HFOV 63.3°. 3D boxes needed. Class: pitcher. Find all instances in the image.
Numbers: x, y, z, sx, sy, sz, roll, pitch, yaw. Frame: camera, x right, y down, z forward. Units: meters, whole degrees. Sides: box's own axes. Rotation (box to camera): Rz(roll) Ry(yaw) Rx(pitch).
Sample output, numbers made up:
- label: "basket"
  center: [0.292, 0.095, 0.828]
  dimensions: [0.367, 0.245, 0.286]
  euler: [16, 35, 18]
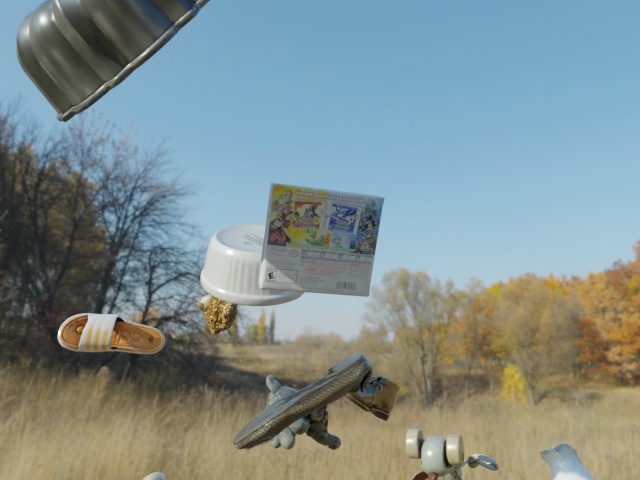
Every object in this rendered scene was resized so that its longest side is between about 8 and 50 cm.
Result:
- label: "pitcher"
  center: [0.668, 0.644, 1.334]
  dimensions: [0.178, 0.207, 0.125]
  euler: [25, -51, -38]

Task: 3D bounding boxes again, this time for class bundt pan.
- label: "bundt pan"
  center: [-0.297, -0.324, 0.739]
  dimensions: [0.331, 0.331, 0.124]
  euler: [-8, -44, 42]

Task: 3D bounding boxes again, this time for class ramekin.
- label: "ramekin"
  center: [-0.163, 0.051, 1.309]
  dimensions: [0.273, 0.127, 0.273]
  euler: [5, 20, -2]

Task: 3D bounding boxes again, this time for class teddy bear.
- label: "teddy bear"
  center: [-0.328, 0.147, 1.746]
  dimensions: [0.113, 0.338, 0.245]
  euler: [39, -38, -28]

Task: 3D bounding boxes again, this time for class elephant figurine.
- label: "elephant figurine"
  center: [-0.044, 0.496, 1.482]
  dimensions: [0.239, 0.186, 0.169]
  euler: [6, 18, -46]

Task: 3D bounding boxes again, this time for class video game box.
- label: "video game box"
  center: [0.000, 0.000, 0.929]
  dimensions: [0.205, 0.187, 0.048]
  euler: [6, 12, -15]

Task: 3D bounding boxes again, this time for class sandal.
- label: "sandal"
  center: [-0.533, 0.238, 1.352]
  dimensions: [0.265, 0.102, 0.076]
  euler: [11, -27, -26]

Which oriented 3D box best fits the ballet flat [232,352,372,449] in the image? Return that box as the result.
- label: "ballet flat"
  center: [-0.022, 0.267, 0.830]
  dimensions: [0.250, 0.058, 0.084]
  euler: [-30, 2, -12]

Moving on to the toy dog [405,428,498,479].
- label: "toy dog"
  center: [0.361, 0.681, 1.525]
  dimensions: [0.220, 0.161, 0.334]
  euler: [-20, -49, 40]

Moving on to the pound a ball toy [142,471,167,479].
- label: "pound a ball toy"
  center: [-0.437, 0.663, 1.161]
  dimensions: [0.319, 0.208, 0.136]
  euler: [-27, -14, 14]

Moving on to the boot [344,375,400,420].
- label: "boot"
  center: [0.139, 0.440, 1.526]
  dimensions: [0.112, 0.115, 0.305]
  euler: [29, -5, 40]
